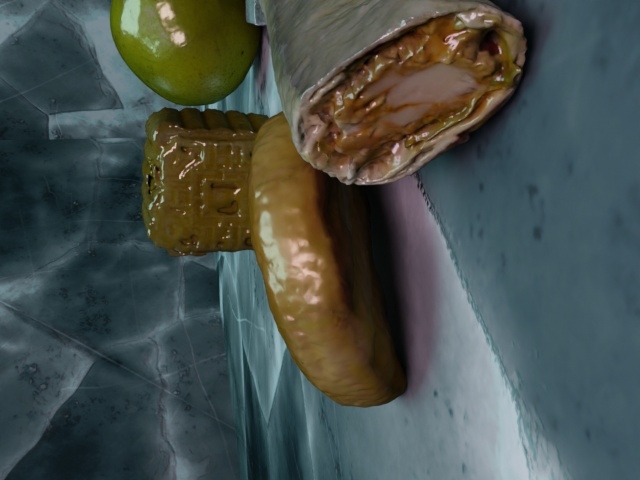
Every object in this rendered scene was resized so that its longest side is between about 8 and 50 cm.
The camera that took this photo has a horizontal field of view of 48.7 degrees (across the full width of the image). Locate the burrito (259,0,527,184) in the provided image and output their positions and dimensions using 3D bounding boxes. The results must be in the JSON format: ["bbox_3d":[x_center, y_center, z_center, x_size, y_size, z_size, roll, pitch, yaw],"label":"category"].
[{"bbox_3d":[0.025,-0.140,0.498,0.143,0.105,0.299,-49,30,19],"label":"burrito"}]

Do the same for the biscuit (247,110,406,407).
[{"bbox_3d":[-0.001,0.000,0.613,0.213,0.091,0.274,54,-153,-57],"label":"biscuit"}]

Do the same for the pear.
[{"bbox_3d":[-0.239,-0.385,1.286,0.294,0.295,0.294,177,90,-77],"label":"pear"}]

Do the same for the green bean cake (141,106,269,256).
[{"bbox_3d":[-0.171,-0.093,1.145,0.131,0.230,0.223,-121,35,-62],"label":"green bean cake"}]

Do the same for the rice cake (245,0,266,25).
[{"bbox_3d":[-0.102,-0.467,1.160,0.085,0.040,0.226,-139,47,-72],"label":"rice cake"}]
